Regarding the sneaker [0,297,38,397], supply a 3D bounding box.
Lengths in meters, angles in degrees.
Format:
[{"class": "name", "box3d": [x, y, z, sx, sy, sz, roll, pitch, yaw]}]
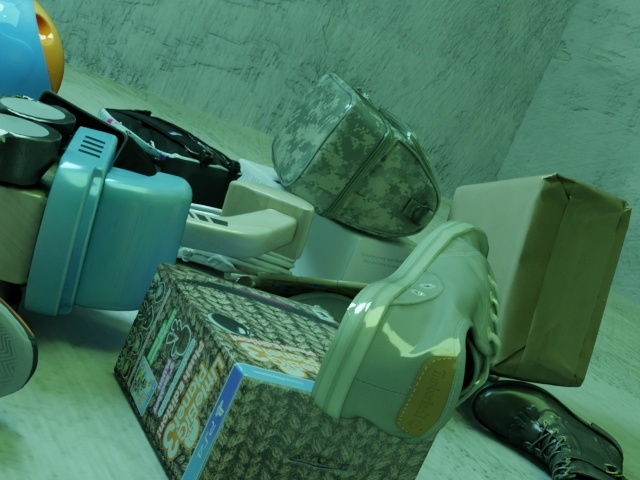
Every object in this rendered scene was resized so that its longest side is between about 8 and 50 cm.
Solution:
[{"class": "sneaker", "box3d": [-0.391, 0.044, 1.110, 0.321, 0.124, 0.180, 26, 12, 11]}]

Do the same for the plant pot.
[{"class": "plant pot", "box3d": [-0.364, -0.096, 1.744, 0.187, 0.188, 0.167, 29, 0, 27]}]

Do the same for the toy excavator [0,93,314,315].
[{"class": "toy excavator", "box3d": [-0.219, -0.018, 1.411, 0.445, 0.222, 0.433, 16, 13, -10]}]

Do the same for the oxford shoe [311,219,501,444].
[{"class": "oxford shoe", "box3d": [0.119, 0.089, 1.121, 0.130, 0.169, 0.449, 23, 17, 12]}]

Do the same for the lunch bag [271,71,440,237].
[{"class": "lunch bag", "box3d": [0.071, -0.137, 1.994, 0.256, 0.212, 0.305, 36, 8, -19]}]

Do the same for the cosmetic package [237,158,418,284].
[{"class": "cosmetic package", "box3d": [0.000, 0.000, 2.086, 0.217, 0.156, 0.385, 10, 16, -46]}]

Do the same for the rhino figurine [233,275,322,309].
[{"class": "rhino figurine", "box3d": [-0.020, 0.139, 1.535, 0.243, 0.073, 0.106, 25, -33, 1]}]

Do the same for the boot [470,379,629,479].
[{"class": "boot", "box3d": [0.332, 0.293, 1.546, 0.263, 0.091, 0.229, 24, 12, 4]}]

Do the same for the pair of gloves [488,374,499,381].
[{"class": "pair of gloves", "box3d": [0.256, 0.201, 2.012, 0.159, 0.023, 0.198, 27, 15, 7]}]

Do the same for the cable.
[{"class": "cable", "box3d": [-0.164, 0.001, 1.782, 0.257, 0.089, 0.257, 12, -4, 44]}]

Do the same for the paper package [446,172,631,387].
[{"class": "paper package", "box3d": [0.311, 0.065, 1.787, 0.168, 0.309, 0.325, 19, -5, -16]}]

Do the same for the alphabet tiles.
[{"class": "alphabet tiles", "box3d": [0.032, 0.083, 1.717, 0.343, 0.011, 0.285, 6, -9, 5]}]

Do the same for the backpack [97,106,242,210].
[{"class": "backpack", "box3d": [-0.296, -0.128, 1.981, 0.253, 0.191, 0.225, 37, 13, 26]}]

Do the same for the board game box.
[{"class": "board game box", "box3d": [-0.057, 0.165, 1.190, 0.232, 0.141, 0.291, 18, 12, -30]}]

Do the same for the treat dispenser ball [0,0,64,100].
[{"class": "treat dispenser ball", "box3d": [-0.609, -0.327, 2.022, 0.288, 0.288, 0.288, 23, 11, -5]}]

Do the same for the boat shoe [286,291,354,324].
[{"class": "boat shoe", "box3d": [0.058, 0.146, 1.673, 0.305, 0.109, 0.091, 7, -25, -21]}]
